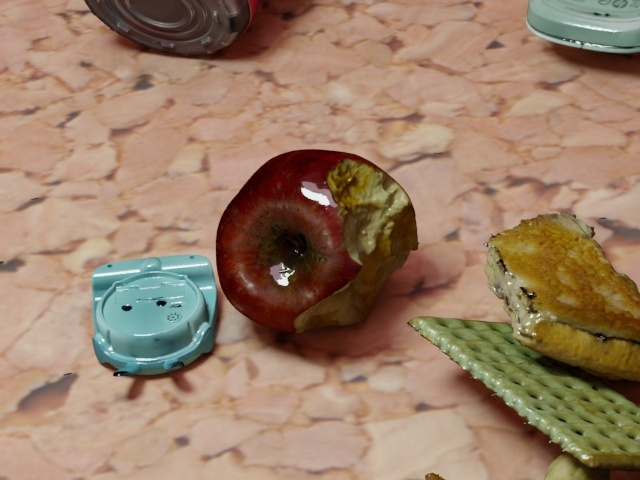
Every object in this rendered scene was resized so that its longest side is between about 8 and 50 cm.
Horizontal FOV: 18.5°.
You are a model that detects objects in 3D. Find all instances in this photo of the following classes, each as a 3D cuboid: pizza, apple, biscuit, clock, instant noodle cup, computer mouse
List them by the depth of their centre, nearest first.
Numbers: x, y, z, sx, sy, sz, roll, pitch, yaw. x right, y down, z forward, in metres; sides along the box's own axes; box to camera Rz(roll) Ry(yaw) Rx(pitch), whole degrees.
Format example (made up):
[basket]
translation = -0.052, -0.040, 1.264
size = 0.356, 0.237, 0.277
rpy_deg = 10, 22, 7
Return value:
[biscuit]
translation = 0.180, 0.116, 1.512
size = 0.139, 0.016, 0.231
rpy_deg = 7, 21, -37
[pizza]
translation = 0.196, 0.047, 1.606
size = 0.147, 0.069, 0.226
rpy_deg = 7, 28, -25
[apple]
translation = -0.004, -0.002, 1.649
size = 0.147, 0.156, 0.158
rpy_deg = 14, 12, 23
[clock]
translation = -0.141, 0.072, 1.653
size = 0.108, 0.045, 0.147
rpy_deg = -7, 37, 1
[instant noodle cup]
translation = -0.140, -0.306, 2.012
size = 0.258, 0.302, 0.181
rpy_deg = 2, 59, 25
[computer mouse]
translation = 0.318, -0.272, 2.013
size = 0.159, 0.097, 0.288
rpy_deg = 14, 52, 22

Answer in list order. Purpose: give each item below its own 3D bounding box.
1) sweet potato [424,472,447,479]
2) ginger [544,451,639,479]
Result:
[sweet potato]
translation = 0.091, 0.207, 1.448
size = 0.034, 0.034, 0.095
rpy_deg = -5, 46, 1
[ginger]
translation = 0.121, 0.241, 1.370
size = 0.299, 0.065, 0.118
rpy_deg = -29, 37, -28
